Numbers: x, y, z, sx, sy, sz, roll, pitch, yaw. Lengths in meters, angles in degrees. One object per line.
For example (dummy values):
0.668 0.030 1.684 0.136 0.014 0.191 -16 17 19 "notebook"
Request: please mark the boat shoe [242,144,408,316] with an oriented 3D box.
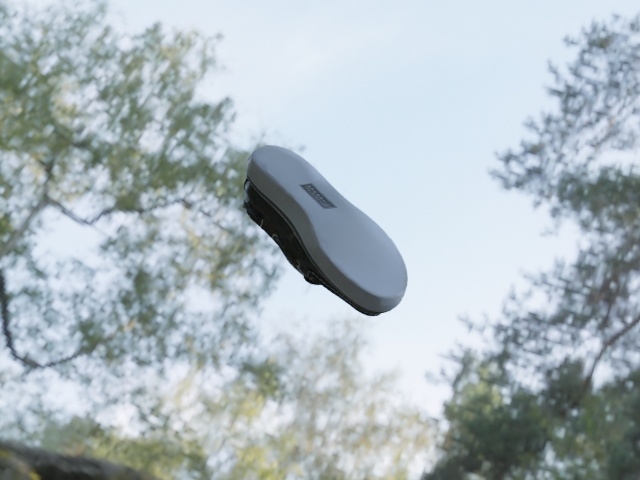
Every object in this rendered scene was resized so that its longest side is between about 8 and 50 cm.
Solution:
0.000 0.000 0.724 0.142 0.049 0.040 50 -47 42 "boat shoe"
